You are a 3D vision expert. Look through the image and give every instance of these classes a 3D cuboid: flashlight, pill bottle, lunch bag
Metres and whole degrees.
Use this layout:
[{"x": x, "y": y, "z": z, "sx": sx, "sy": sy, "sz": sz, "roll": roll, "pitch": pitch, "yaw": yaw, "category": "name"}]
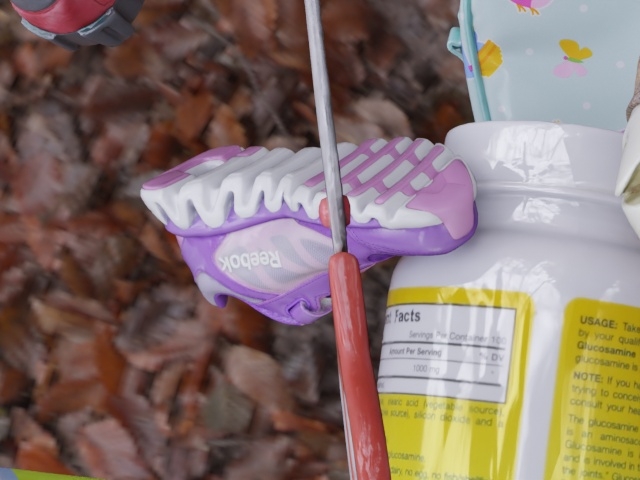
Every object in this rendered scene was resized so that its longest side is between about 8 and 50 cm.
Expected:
[{"x": -0.212, "y": -0.207, "z": 1.106, "sx": 0.103, "sy": 0.304, "sz": 0.103, "roll": -31, "pitch": 71, "yaw": 13, "category": "flashlight"}, {"x": 0.125, "y": 0.106, "z": 1.026, "sx": 0.188, "sy": 0.188, "sz": 0.334, "roll": 4, "pitch": 82, "yaw": 27, "category": "pill bottle"}, {"x": 0.209, "y": -0.102, "z": 1.185, "sx": 0.224, "sy": 0.108, "sz": 0.279, "roll": -5, "pitch": 117, "yaw": 18, "category": "lunch bag"}]

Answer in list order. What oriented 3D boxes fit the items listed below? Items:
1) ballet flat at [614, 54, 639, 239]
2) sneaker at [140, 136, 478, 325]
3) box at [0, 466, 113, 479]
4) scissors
[{"x": 0.202, "y": -0.032, "z": 0.816, "sx": 0.106, "sy": 0.316, "sz": 0.107, "roll": -41, "pitch": 107, "yaw": -4, "category": "ballet flat"}, {"x": 0.000, "y": 0.000, "z": 1.029, "sx": 0.236, "sy": 0.095, "sz": 0.104, "roll": 1, "pitch": 112, "yaw": 42, "category": "sneaker"}, {"x": -0.109, "y": 0.131, "z": 0.630, "sx": 0.042, "sy": 0.178, "sz": 0.109, "roll": -53, "pitch": 48, "yaw": 21, "category": "box"}, {"x": 0.008, "y": 0.006, "z": 0.845, "sx": 0.021, "sy": 0.109, "sz": 0.297, "roll": -9, "pitch": 76, "yaw": 0, "category": "scissors"}]
